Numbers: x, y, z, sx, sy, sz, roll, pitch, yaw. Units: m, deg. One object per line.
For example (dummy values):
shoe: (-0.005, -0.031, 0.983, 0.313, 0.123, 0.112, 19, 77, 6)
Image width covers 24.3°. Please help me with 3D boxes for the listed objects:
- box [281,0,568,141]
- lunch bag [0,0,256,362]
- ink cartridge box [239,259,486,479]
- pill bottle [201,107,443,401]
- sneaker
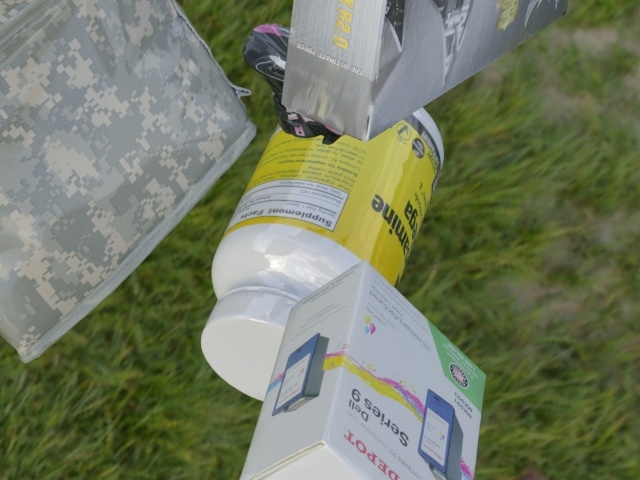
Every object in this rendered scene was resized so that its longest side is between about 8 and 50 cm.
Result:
box: (0.074, -0.176, 0.774, 0.056, 0.183, 0.231, 25, 35, 25)
lunch bag: (-0.214, -0.095, 1.180, 0.287, 0.169, 0.235, -42, 124, -11)
ink cartridge box: (0.038, 0.144, 1.126, 0.154, 0.093, 0.212, 44, 34, -19)
pill bottle: (0.000, 0.000, 1.554, 0.188, 0.188, 0.334, 29, 53, -7)
sneaker: (-0.015, -0.128, 1.342, 0.178, 0.077, 0.072, 27, 24, -49)
